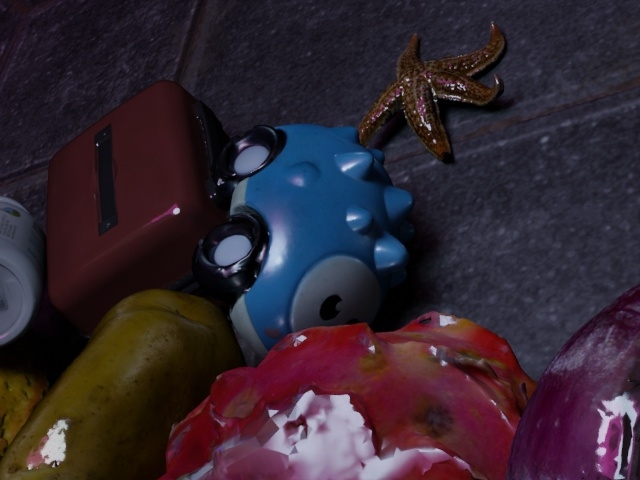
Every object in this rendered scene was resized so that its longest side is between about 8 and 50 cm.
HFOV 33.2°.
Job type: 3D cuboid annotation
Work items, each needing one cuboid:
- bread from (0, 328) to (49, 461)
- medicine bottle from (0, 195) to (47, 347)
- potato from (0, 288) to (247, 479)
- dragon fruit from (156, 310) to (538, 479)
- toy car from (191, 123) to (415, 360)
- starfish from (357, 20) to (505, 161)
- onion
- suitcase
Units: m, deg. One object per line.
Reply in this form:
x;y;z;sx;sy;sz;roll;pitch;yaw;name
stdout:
-0.494;0.205;1.268;0.337;0.204;0.358;-37;37;-1;bread
-0.384;0.025;1.244;0.135;0.135;0.215;-37;23;6;medicine bottle
-0.169;0.175;0.966;0.195;0.176;0.369;-55;-1;31;potato
0.021;0.210;0.815;0.386;0.249;0.371;-33;45;15;dragon fruit
0.000;0.000;1.055;0.190;0.188;0.255;-9;49;24;toy car
0.117;-0.176;1.220;0.213;0.057;0.238;-29;41;5;starfish
0.241;0.113;0.699;0.159;0.267;0.348;-4;48;50;onion
-0.200;-0.028;1.265;0.236;0.161;0.297;-32;39;14;suitcase
